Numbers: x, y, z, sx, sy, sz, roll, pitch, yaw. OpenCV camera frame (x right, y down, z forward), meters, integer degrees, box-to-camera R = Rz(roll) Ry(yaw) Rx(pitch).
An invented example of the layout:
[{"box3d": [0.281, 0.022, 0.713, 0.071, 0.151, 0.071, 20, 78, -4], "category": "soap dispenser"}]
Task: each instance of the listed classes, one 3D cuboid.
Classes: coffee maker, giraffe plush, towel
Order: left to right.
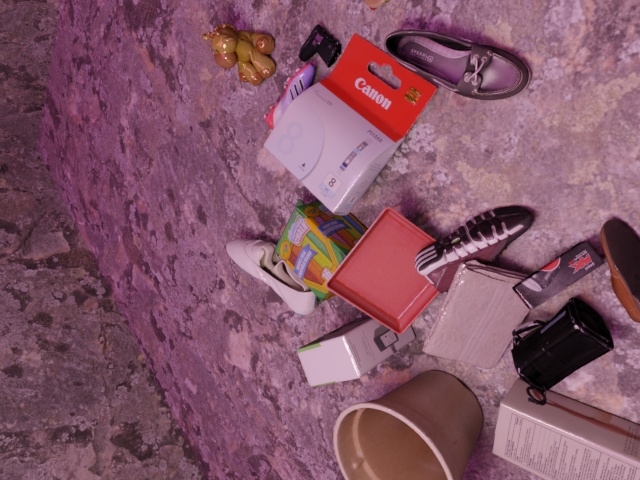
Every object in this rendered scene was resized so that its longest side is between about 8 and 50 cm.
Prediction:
[{"box3d": [-0.258, -0.588, 1.333, 0.181, 0.170, 0.211, -12, 95, 43], "category": "giraffe plush"}, {"box3d": [0.372, 0.181, 1.027, 0.187, 0.049, 0.283, 15, 120, -2], "category": "towel"}, {"box3d": [0.508, 0.232, 0.911, 0.171, 0.120, 0.178, -91, 26, -48], "category": "coffee maker"}]

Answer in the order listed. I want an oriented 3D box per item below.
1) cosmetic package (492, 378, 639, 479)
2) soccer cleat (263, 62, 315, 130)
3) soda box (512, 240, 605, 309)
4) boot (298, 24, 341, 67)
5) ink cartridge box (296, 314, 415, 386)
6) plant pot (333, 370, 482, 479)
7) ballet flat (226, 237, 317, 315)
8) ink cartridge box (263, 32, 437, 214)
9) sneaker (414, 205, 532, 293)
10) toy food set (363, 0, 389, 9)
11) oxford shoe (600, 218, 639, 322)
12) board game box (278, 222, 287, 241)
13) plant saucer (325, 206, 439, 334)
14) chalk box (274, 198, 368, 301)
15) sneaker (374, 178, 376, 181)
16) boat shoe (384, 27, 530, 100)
[{"box3d": [0.556, 0.450, 0.958, 0.296, 0.129, 0.153, 16, 115, 37], "category": "cosmetic package"}, {"box3d": [-0.077, -0.417, 1.299, 0.095, 0.083, 0.248, 44, 129, -4], "category": "soccer cleat"}, {"box3d": [0.489, 0.073, 0.902, 0.168, 0.053, 0.060, -37, 76, 10], "category": "soda box"}, {"box3d": [0.000, -0.525, 1.214, 0.099, 0.045, 0.121, 51, 132, 10], "category": "boot"}, {"box3d": [0.104, 0.290, 1.213, 0.198, 0.272, 0.115, -29, 81, 42], "category": "ink cartridge box"}, {"box3d": [0.257, 0.504, 1.119, 0.333, 0.305, 0.334, 14, 112, 39], "category": "plant pot"}, {"box3d": [-0.155, 0.087, 1.473, 0.400, 0.139, 0.139, 39, 126, 19], "category": "ballet flat"}, {"box3d": [0.059, -0.308, 1.123, 0.308, 0.091, 0.385, 46, 113, 26], "category": "ink cartridge box"}, {"box3d": [0.380, 0.041, 1.029, 0.281, 0.106, 0.163, -29, 116, 24], "category": "sneaker"}, {"box3d": [0.137, -0.619, 1.075, 0.083, 0.020, 0.083, 6, 107, 40], "category": "toy food set"}, {"box3d": [0.594, 0.064, 0.852, 0.076, 0.075, 0.213, 109, 146, -78], "category": "oxford shoe"}, {"box3d": [-0.093, 0.024, 1.469, 0.168, 0.033, 0.133, 45, 128, 23], "category": "board game box"}, {"box3d": [0.185, 0.078, 1.110, 0.258, 0.048, 0.259, 34, 104, -14], "category": "plant saucer"}, {"box3d": [0.000, 0.000, 1.279, 0.289, 0.179, 0.180, 44, 127, 23], "category": "chalk box"}, {"box3d": [0.059, -0.213, 1.226, 0.237, 0.085, 0.086, 19, 110, 38], "category": "sneaker"}, {"box3d": [0.286, -0.391, 0.962, 0.335, 0.095, 0.112, 34, 123, 30], "category": "boat shoe"}]
